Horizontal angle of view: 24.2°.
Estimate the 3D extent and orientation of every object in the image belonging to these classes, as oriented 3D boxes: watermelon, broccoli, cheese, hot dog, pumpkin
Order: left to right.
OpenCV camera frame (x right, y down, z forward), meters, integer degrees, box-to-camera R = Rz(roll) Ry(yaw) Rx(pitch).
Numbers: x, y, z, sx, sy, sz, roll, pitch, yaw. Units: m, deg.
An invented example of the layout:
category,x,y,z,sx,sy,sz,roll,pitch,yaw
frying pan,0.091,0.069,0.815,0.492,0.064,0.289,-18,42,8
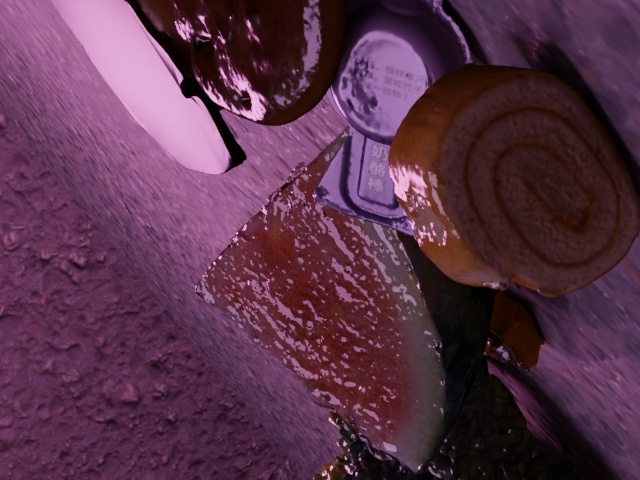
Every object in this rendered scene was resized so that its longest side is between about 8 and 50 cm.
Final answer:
category,x,y,z,sx,sy,sz,roll,pitch,yaw
hot dog,-0.138,-0.220,1.207,0.194,0.107,0.326,8,131,57
watermelon,0.033,0.022,1.158,0.232,0.193,0.310,31,160,51
cheese,0.044,-0.087,0.966,0.105,0.042,0.190,19,129,13
broccoli,0.143,0.286,1.508,0.338,0.277,0.317,52,-169,21
pumpkin,0.146,0.074,1.279,0.083,0.054,0.074,31,165,40

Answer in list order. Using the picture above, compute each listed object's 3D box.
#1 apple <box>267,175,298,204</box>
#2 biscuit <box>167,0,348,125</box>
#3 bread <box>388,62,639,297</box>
category,x,y,z,sx,sy,sz,roll,pitch,yaw
apple,0.002,-0.003,1.394,0.102,0.126,0.126,21,158,25
biscuit,-0.050,-0.173,0.972,0.212,0.036,0.212,35,133,48
bread,0.109,-0.032,0.877,0.149,0.122,0.073,53,170,-25
